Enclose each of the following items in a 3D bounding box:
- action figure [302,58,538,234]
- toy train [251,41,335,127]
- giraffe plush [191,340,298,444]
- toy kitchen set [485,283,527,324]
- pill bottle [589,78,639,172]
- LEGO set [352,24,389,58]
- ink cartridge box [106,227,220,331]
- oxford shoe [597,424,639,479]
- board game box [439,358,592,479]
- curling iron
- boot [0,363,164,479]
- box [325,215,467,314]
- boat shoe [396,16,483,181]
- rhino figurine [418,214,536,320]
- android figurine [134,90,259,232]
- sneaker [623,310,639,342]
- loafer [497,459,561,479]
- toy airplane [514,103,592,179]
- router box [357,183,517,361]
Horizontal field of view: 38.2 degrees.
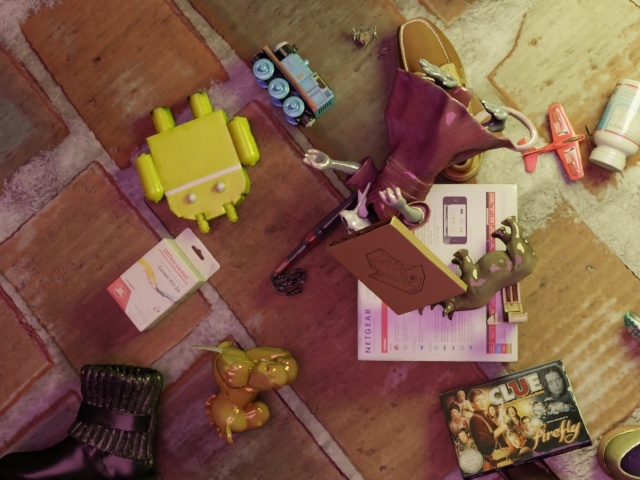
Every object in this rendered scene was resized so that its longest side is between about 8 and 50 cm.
[{"bbox_3d":[0.156,-0.128,1.657,0.248,0.275,0.370,51,121,40],"label":"action figure"},{"bbox_3d":[-0.055,-0.310,1.822,0.105,0.080,0.184,-38,82,-3],"label":"toy train"},{"bbox_3d":[-0.154,0.298,1.784,0.210,0.181,0.171,7,97,17],"label":"giraffe plush"},{"bbox_3d":[0.330,0.112,1.664,0.068,0.083,0.075,-4,88,3],"label":"toy kitchen set"},{"bbox_3d":[0.563,-0.212,1.722,0.087,0.087,0.160,24,93,8],"label":"pill bottle"},{"bbox_3d":[0.097,-0.394,1.830,0.054,0.023,0.083,-35,97,8],"label":"LEGO set"},{"bbox_3d":[-0.312,0.075,1.851,0.198,0.067,0.115,-41,83,5],"label":"ink cartridge box"},{"bbox_3d":[0.709,0.379,1.656,0.396,0.146,0.141,-15,84,7],"label":"oxford shoe"},{"bbox_3d":[0.360,0.335,1.731,0.243,0.042,0.165,-18,62,7],"label":"board game box"},{"bbox_3d":[0.000,0.000,1.828,0.068,0.035,0.274,39,89,-14],"label":"curling iron"},{"bbox_3d":[-0.483,0.372,1.834,0.347,0.131,0.260,0,96,-2],"label":"boot"},{"bbox_3d":[0.132,0.048,1.619,0.201,0.021,0.164,42,139,-24],"label":"box"},{"bbox_3d":[0.232,-0.272,1.754,0.122,0.120,0.324,-21,86,7],"label":"boat shoe"},{"bbox_3d":[0.278,0.066,1.668,0.243,0.073,0.106,-35,73,10],"label":"rhino figurine"},{"bbox_3d":[-0.244,-0.153,1.855,0.248,0.056,0.273,-18,84,7],"label":"android figurine"},{"bbox_3d":[0.645,0.173,1.723,0.166,0.065,0.076,34,77,4],"label":"sneaker"},{"bbox_3d":[0.407,0.453,1.733,0.220,0.078,0.080,37,94,7],"label":"loafer"},{"bbox_3d":[0.445,-0.178,1.768,0.151,0.028,0.151,0,87,9],"label":"toy airplane"},{"bbox_3d":[0.220,0.059,1.758,0.301,0.082,0.336,1,89,4],"label":"router box"}]
